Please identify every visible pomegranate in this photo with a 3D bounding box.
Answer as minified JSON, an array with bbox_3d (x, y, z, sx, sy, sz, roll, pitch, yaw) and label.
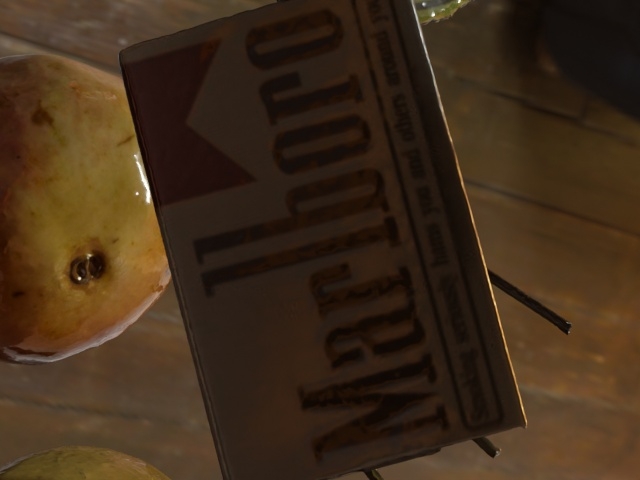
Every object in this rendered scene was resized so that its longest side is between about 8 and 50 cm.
[{"bbox_3d":[-0.175,-0.021,1.158,0.191,0.191,0.191,-18,117,-40],"label":"pomegranate"}]

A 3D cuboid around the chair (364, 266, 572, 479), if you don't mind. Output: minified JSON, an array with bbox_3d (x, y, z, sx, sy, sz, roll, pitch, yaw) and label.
[{"bbox_3d":[-0.003,0.029,1.390,0.170,0.326,0.159,-17,137,-49],"label":"chair"}]

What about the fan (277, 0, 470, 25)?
[{"bbox_3d":[0.011,-0.243,0.897,0.230,0.011,0.335,14,72,-32],"label":"fan"}]

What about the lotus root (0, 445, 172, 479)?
[{"bbox_3d":[-0.142,0.188,0.995,0.303,0.131,0.146,-19,120,-67],"label":"lotus root"}]

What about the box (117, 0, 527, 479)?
[{"bbox_3d":[0.000,0.000,0.728,0.036,0.115,0.177,36,39,-83],"label":"box"}]
